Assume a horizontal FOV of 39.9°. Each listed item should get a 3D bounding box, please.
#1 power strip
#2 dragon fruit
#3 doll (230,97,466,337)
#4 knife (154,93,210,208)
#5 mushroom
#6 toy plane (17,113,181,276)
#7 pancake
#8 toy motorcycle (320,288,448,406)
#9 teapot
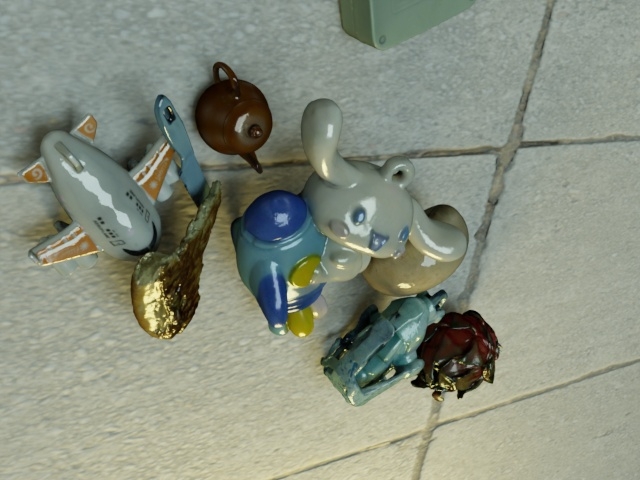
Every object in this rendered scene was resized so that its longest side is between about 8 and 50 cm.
[{"bbox_3d":[0.146,-0.435,1.304,0.229,0.141,0.261,-30,133,-24],"label":"power strip"},{"bbox_3d":[0.273,0.228,1.775,0.189,0.182,0.182,-57,159,-65],"label":"dragon fruit"},{"bbox_3d":[0.000,0.004,1.325,0.365,0.187,0.376,-38,114,17],"label":"doll"},{"bbox_3d":[-0.184,-0.104,1.230,0.045,0.019,0.313,-63,162,-20],"label":"knife"},{"bbox_3d":[0.151,-0.008,1.542,0.204,0.204,0.204,-20,126,-30],"label":"mushroom"},{"bbox_3d":[-0.290,-0.055,1.177,0.244,0.117,0.245,-20,125,-31],"label":"toy plane"},{"bbox_3d":[-0.203,0.026,1.294,0.266,0.057,0.245,73,37,-81],"label":"pancake"},{"bbox_3d":[0.117,0.187,1.610,0.260,0.154,0.206,-48,160,22],"label":"toy motorcycle"},{"bbox_3d":[-0.117,-0.174,1.255,0.116,0.116,0.173,-31,130,-22],"label":"teapot"}]
